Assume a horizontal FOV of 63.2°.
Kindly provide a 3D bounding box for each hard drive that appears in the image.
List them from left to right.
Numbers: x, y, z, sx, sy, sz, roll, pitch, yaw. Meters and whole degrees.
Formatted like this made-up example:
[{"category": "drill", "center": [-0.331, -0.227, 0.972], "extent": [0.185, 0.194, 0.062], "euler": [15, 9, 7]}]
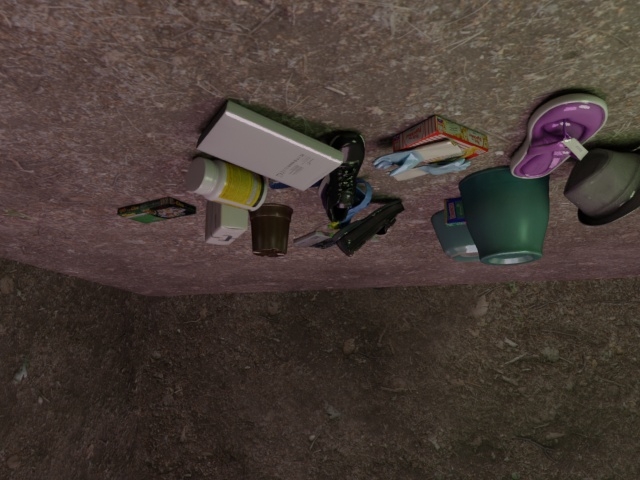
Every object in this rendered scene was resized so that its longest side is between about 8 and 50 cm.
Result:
[{"category": "hard drive", "center": [-0.125, -0.221, 1.276], "extent": [0.307, 0.040, 0.203], "euler": [20, 154, -26]}]

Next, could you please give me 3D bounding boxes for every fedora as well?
[{"category": "fedora", "center": [0.749, -0.164, 1.377], "extent": [0.124, 0.244, 0.275], "euler": [30, 172, -3]}]

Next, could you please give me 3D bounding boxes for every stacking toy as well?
[{"category": "stacking toy", "center": [0.141, -0.043, 2.090], "extent": [0.221, 0.052, 0.167], "euler": [1, 164, 2]}]

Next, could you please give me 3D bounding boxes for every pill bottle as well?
[{"category": "pill bottle", "center": [-0.265, -0.161, 1.478], "extent": [0.119, 0.119, 0.208], "euler": [-14, 160, 43]}]

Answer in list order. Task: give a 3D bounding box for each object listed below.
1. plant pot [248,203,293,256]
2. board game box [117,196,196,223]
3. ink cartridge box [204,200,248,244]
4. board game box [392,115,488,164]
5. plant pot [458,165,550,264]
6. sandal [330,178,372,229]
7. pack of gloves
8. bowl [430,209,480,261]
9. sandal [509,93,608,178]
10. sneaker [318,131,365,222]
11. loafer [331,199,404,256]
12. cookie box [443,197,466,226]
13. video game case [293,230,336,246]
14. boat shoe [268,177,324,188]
[{"category": "plant pot", "center": [-0.183, -0.031, 1.890], "extent": [0.166, 0.165, 0.167], "euler": [0, 166, 0]}, {"category": "board game box", "center": [-0.589, -0.105, 1.871], "extent": [0.259, 0.030, 0.136], "euler": [-8, 166, 28]}, {"category": "ink cartridge box", "center": [-0.307, -0.086, 1.687], "extent": [0.092, 0.159, 0.218], "euler": [6, 165, -26]}, {"category": "board game box", "center": [0.302, -0.243, 1.312], "extent": [0.193, 0.045, 0.146], "euler": [10, 163, -34]}, {"category": "plant pot", "center": [0.572, -0.062, 1.601], "extent": [0.271, 0.255, 0.272], "euler": [0, 166, 0]}, {"category": "sandal", "center": [0.093, -0.114, 1.671], "extent": [0.138, 0.126, 0.317], "euler": [-5, 167, 1]}, {"category": "pack of gloves", "center": [0.263, -0.186, 1.353], "extent": [0.232, 0.046, 0.195], "euler": [-7, 164, 34]}, {"category": "bowl", "center": [0.581, -0.015, 1.972], "extent": [0.311, 0.163, 0.311], "euler": [-1, 166, 0]}, {"category": "sandal", "center": [0.583, -0.224, 1.278], "extent": [0.169, 0.102, 0.416], "euler": [-2, 165, 7]}, {"category": "sneaker", "center": [0.069, -0.156, 1.376], "extent": [0.107, 0.124, 0.283], "euler": [-5, 147, -12]}, {"category": "loafer", "center": [0.175, -0.038, 1.747], "extent": [0.302, 0.095, 0.109], "euler": [-28, 170, -28]}, {"category": "cookie box", "center": [0.480, -0.100, 1.780], "extent": [0.107, 0.092, 0.040], "euler": [-7, 162, 23]}, {"category": "video game case", "center": [0.000, 0.000, 2.299], "extent": [0.173, 0.022, 0.190], "euler": [10, 162, -32]}, {"category": "boat shoe", "center": [-0.057, -0.190, 1.470], "extent": [0.183, 0.066, 0.066], "euler": [-4, 163, -12]}]
